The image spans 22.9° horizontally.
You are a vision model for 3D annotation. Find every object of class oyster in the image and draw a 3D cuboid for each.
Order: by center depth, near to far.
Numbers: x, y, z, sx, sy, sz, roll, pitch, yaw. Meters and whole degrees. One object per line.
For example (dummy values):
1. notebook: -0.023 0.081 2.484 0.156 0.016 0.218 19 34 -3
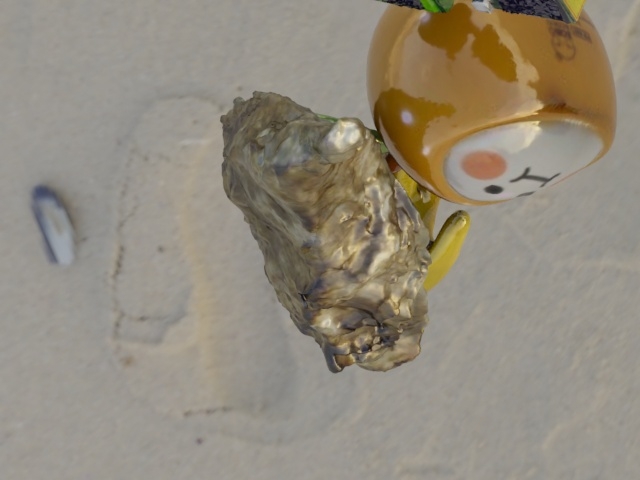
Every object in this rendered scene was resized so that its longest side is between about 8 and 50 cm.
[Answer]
1. oyster: -0.021 -0.019 1.293 0.204 0.111 0.396 32 157 26

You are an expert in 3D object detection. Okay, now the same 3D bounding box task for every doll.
1. doll: 0.116 -0.117 1.294 0.236 0.213 0.213 -29 91 40

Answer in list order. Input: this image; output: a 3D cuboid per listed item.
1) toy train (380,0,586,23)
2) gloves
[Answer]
1. toy train: 0.103 -0.200 1.127 0.202 0.060 0.081 16 76 32
2. gloves: 0.068 -0.004 1.651 0.116 0.133 0.294 58 155 34
